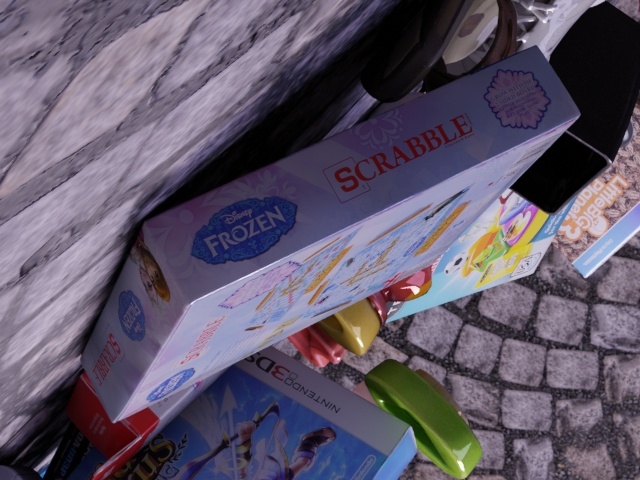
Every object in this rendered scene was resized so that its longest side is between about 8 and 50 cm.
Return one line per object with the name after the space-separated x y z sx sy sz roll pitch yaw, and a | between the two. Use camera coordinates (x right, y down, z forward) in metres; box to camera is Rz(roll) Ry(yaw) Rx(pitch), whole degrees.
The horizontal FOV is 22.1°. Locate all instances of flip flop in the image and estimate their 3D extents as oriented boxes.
0.108 -0.146 1.241 0.112 0.080 0.277 -45 176 18 | flip flop

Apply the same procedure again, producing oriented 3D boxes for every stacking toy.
0.066 0.075 1.563 0.130 0.279 0.309 -43 -170 -11 | stacking toy

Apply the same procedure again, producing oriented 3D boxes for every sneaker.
0.177 -0.200 1.416 0.262 0.099 0.121 -52 168 1 | sneaker

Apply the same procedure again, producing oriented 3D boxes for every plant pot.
0.231 -0.164 1.685 0.167 0.188 0.187 -55 180 -19 | plant pot

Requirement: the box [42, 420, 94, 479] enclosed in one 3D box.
-0.224 0.278 1.659 0.175 0.051 0.220 -64 159 -10 | box

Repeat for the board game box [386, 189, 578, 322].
0.177 -0.036 1.973 0.336 0.079 0.254 -16 143 -41 | board game box

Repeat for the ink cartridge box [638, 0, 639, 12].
0.302 -0.286 1.492 0.045 0.145 0.179 -3 -177 -11 | ink cartridge box

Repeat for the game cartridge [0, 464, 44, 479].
-0.363 0.308 1.444 0.294 0.060 0.196 -43 173 -8 | game cartridge

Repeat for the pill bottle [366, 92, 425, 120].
0.091 -0.078 1.591 0.108 0.108 0.193 -44 176 -1 | pill bottle

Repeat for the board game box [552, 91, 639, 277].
0.349 -0.143 2.199 0.232 0.291 0.141 -47 175 32 | board game box

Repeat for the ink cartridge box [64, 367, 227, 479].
-0.146 0.118 1.453 0.231 0.078 0.134 -42 175 -24 | ink cartridge box

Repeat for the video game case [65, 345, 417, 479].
-0.087 0.226 1.508 0.269 0.244 0.061 -51 152 -22 | video game case

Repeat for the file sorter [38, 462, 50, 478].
-0.326 0.348 1.765 0.104 0.118 0.170 -44 177 39 | file sorter

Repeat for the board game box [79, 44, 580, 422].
-0.006 0.004 1.213 0.318 0.066 0.319 -26 169 -24 | board game box
